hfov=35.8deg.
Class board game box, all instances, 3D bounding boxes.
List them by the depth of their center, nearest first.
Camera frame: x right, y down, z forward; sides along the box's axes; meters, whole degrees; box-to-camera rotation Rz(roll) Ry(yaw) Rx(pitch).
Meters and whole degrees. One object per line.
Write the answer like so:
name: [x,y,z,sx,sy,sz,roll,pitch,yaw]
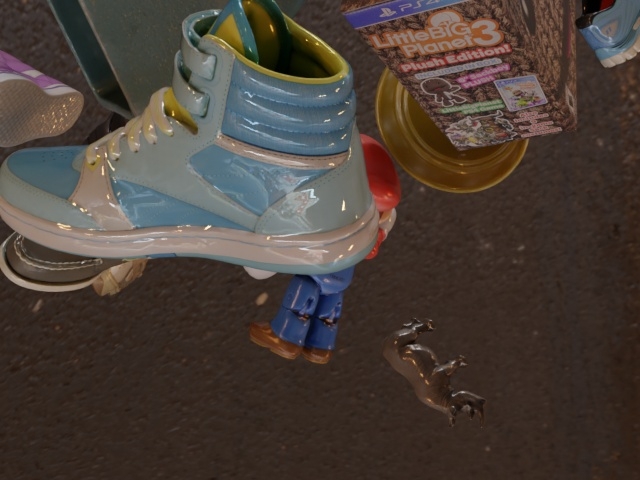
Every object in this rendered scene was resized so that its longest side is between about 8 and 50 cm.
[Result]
board game box: [0.156,-0.267,1.030,0.291,0.141,0.232,37,52,-52]

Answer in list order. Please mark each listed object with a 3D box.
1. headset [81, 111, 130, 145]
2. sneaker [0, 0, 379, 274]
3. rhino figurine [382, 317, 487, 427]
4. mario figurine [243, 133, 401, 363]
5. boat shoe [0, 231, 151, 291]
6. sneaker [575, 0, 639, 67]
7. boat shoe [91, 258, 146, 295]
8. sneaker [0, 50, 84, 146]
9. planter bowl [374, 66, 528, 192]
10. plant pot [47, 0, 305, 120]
headset: [-0.267,-0.155,1.807,0.243,0.394,0.185,28,35,-44]
sneaker: [-0.113,-0.094,0.756,0.319,0.208,0.127,4,34,10]
rhino figurine: [0.206,0.241,1.758,0.106,0.073,0.243,-29,62,-24]
mario figurine: [0.000,0.000,1.395,0.170,0.198,0.320,23,94,9]
boat shoe: [-0.267,-0.016,1.274,0.305,0.091,0.109,-17,73,-48]
sneaker: [0.276,-0.241,0.905,0.073,0.063,0.162,32,65,-25]
boat shoe: [-0.318,0.017,1.588,0.110,0.341,0.121,-28,100,-7]
sneaker: [-0.461,-0.210,1.382,0.161,0.282,0.102,32,98,5]
planter bowl: [0.189,-0.181,1.335,0.217,0.217,0.090,51,38,-5]
plant pot: [-0.148,-0.292,1.000,0.252,0.248,0.247,-29,111,-14]
